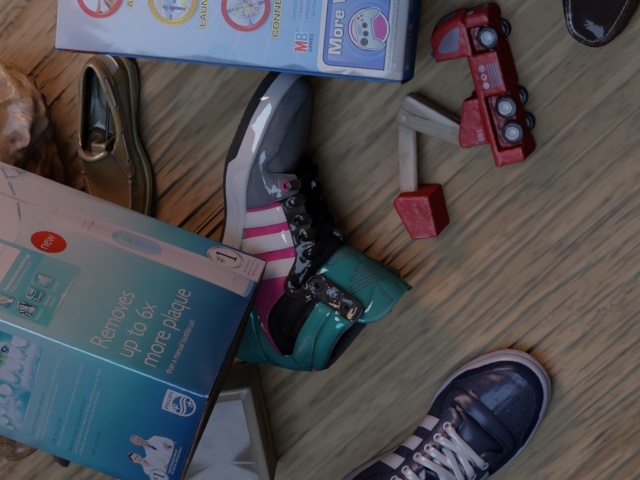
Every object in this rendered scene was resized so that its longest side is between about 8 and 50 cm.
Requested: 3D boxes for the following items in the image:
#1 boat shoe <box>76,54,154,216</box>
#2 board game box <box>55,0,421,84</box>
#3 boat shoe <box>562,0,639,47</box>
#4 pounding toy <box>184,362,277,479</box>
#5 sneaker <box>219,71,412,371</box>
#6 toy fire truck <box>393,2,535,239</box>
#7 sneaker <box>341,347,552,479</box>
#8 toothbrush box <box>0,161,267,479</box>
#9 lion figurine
[{"bbox_3d":[-0.205,-0.083,1.790,0.068,0.072,0.190,-1,107,19],"label":"boat shoe"},{"bbox_3d":[-0.060,-0.299,1.612,0.302,0.086,0.308,7,98,9],"label":"board game box"},{"bbox_3d":[0.245,-0.256,1.583,0.073,0.073,0.207,17,113,12],"label":"boat shoe"},{"bbox_3d":[-0.113,0.199,1.850,0.130,0.100,0.141,-9,107,6],"label":"pounding toy"},{"bbox_3d":[0.000,0.000,1.717,0.178,0.124,0.295,21,120,17],"label":"sneaker"},{"bbox_3d":[0.117,-0.105,1.688,0.135,0.047,0.192,-11,103,23],"label":"toy fire truck"},{"bbox_3d":[0.094,0.220,1.743,0.099,0.153,0.282,46,115,-1],"label":"sneaker"},{"bbox_3d":[-0.220,0.066,1.633,0.296,0.216,0.126,20,124,2],"label":"toothbrush box"},{"bbox_3d":[-0.281,0.025,1.833,0.240,0.142,0.392,-30,108,19],"label":"lion figurine"}]
